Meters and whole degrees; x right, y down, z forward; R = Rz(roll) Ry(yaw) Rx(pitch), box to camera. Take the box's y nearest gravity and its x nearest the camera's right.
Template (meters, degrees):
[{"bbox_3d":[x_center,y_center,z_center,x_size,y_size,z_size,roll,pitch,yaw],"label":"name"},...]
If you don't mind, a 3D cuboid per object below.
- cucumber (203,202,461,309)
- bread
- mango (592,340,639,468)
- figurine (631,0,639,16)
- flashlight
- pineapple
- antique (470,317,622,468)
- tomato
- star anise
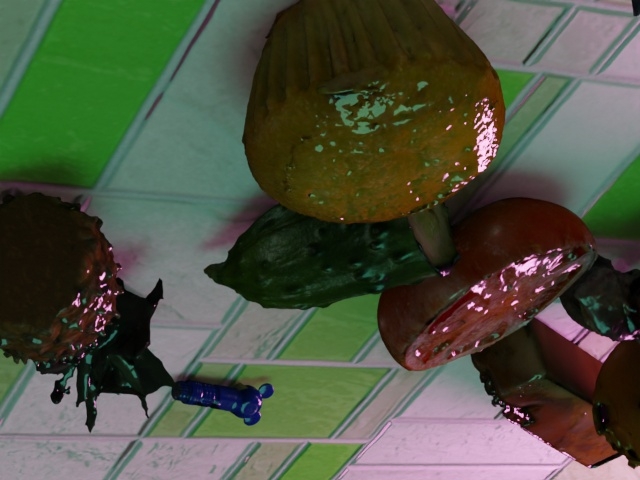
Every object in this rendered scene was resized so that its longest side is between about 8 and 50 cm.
[{"bbox_3d":[0.000,0.003,1.804,0.244,0.134,0.134,-18,150,21],"label":"cucumber"},{"bbox_3d":[0.043,-0.108,1.614,0.240,0.139,0.240,-12,149,-7],"label":"bread"},{"bbox_3d":[0.441,0.144,2.164,0.287,0.201,0.152,-45,-168,-6],"label":"mango"},{"bbox_3d":[0.257,-0.293,1.402,0.265,0.175,0.197,-9,157,-26],"label":"figurine"},{"bbox_3d":[-0.111,0.172,2.094,0.121,0.035,0.057,13,114,-34],"label":"flashlight"},{"bbox_3d":[-0.227,0.074,1.795,0.165,0.165,0.364,-19,157,5],"label":"pineapple"},{"bbox_3d":[0.284,0.181,2.239,0.093,0.087,0.310,-28,148,21],"label":"antique"},{"bbox_3d":[0.158,0.032,1.907,0.236,0.095,0.237,-27,161,-10],"label":"tomato"},{"bbox_3d":[0.357,0.066,2.025,0.236,0.093,0.229,3,-176,-23],"label":"star anise"}]
